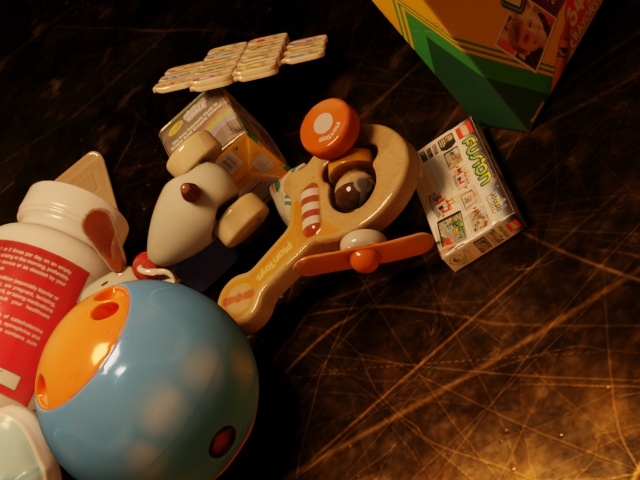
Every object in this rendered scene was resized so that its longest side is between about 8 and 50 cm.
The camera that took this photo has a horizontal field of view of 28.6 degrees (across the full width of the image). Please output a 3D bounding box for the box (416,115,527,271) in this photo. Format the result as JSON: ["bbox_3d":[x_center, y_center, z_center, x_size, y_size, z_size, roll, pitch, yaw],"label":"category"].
[{"bbox_3d":[0.190,-0.065,1.672,0.114,0.036,0.207,-32,41,16],"label":"box"}]

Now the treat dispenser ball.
[{"bbox_3d":[-0.223,0.194,1.622,0.288,0.288,0.288,-24,45,25],"label":"treat dispenser ball"}]

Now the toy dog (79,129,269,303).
[{"bbox_3d":[-0.225,0.004,1.762,0.220,0.161,0.333,28,100,16],"label":"toy dog"}]

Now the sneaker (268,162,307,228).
[{"bbox_3d":[-0.022,-0.057,1.837,0.075,0.057,0.161,-44,36,12],"label":"sneaker"}]

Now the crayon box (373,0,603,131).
[{"bbox_3d":[0.251,-0.383,1.668,0.106,0.313,0.363,14,68,47],"label":"crayon box"}]

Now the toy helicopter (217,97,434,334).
[{"bbox_3d":[0.000,0.000,1.690,0.355,0.140,0.235,-47,48,9],"label":"toy helicopter"}]

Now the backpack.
[{"bbox_3d":[-0.189,-0.002,1.905,0.098,0.101,0.120,-38,37,9],"label":"backpack"}]

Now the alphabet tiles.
[{"bbox_3d":[-0.127,-0.291,2.025,0.278,0.021,0.284,-12,19,7],"label":"alphabet tiles"}]

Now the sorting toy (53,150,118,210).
[{"bbox_3d":[-0.437,-0.037,2.208,0.193,0.038,0.208,-38,45,11],"label":"sorting toy"}]

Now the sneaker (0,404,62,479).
[{"bbox_3d":[-0.431,0.402,1.627,0.135,0.150,0.365,7,96,20],"label":"sneaker"}]

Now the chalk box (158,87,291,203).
[{"bbox_3d":[-0.155,-0.146,1.974,0.132,0.132,0.213,-41,39,9],"label":"chalk box"}]

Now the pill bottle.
[{"bbox_3d":[-0.451,0.123,1.931,0.229,0.229,0.407,-3,56,40],"label":"pill bottle"}]

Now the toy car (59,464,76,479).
[{"bbox_3d":[-0.332,0.368,1.733,0.155,0.149,0.188,-42,68,11],"label":"toy car"}]
